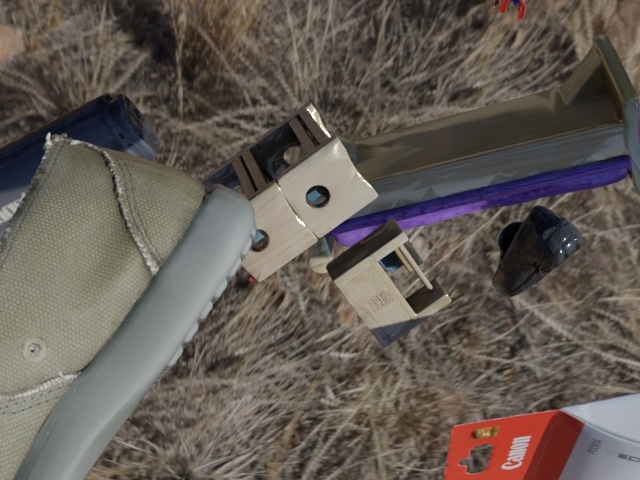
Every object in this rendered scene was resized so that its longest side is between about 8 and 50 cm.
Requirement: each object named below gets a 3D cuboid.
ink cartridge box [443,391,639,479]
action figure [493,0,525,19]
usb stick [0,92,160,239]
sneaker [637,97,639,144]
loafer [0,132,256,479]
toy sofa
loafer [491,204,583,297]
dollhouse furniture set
[{"bbox_3d":[0.219,0.179,0.870,0.232,0.189,0.066,-13,60,-4],"label":"ink cartridge box"},{"bbox_3d":[0.239,-0.304,1.386,0.038,0.115,0.030,15,120,2],"label":"action figure"},{"bbox_3d":[-0.265,-0.038,0.925,0.278,0.045,0.077,-25,125,15],"label":"usb stick"},{"bbox_3d":[0.206,0.013,0.447,0.112,0.319,0.131,-27,121,5],"label":"sneaker"},{"bbox_3d":[-0.116,0.063,0.334,0.087,0.094,0.251,36,55,-4],"label":"loafer"},{"bbox_3d":[0.157,-0.067,1.156,0.362,0.150,0.177,-13,122,10],"label":"toy sofa"},{"bbox_3d":[0.257,0.012,1.375,0.076,0.223,0.078,-35,81,-16],"label":"loafer"},{"bbox_3d":[0.000,0.000,0.983,0.129,0.129,0.184,-35,113,3],"label":"dollhouse furniture set"}]
